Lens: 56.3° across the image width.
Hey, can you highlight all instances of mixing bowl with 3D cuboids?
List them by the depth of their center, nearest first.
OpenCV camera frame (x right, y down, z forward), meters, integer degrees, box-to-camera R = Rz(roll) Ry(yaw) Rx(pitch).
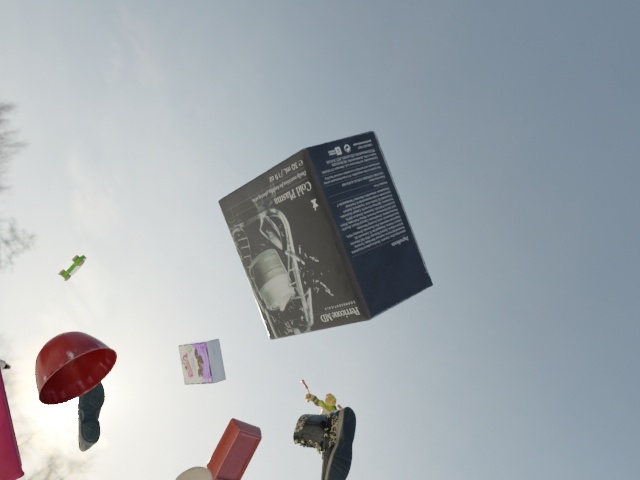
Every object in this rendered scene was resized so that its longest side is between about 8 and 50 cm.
[{"bbox_3d":[-0.559,0.268,1.330,0.098,0.181,0.182,46,-45,23],"label":"mixing bowl"}]

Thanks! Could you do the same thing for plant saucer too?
[{"bbox_3d":[-0.334,0.842,2.338,0.047,0.259,0.259,20,-16,30],"label":"plant saucer"}]

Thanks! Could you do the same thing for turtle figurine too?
[{"bbox_3d":[0.015,0.616,2.083,0.269,0.087,0.218,27,-68,41],"label":"turtle figurine"}]

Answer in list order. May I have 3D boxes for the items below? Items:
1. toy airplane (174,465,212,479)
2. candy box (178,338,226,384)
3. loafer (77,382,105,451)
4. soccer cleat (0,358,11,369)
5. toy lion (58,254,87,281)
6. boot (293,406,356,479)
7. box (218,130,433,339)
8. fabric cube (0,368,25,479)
[{"bbox_3d":[-0.227,0.610,0.898,0.384,0.386,0.272,44,-9,31],"label":"toy airplane"},{"bbox_3d":[-0.473,0.485,2.378,0.196,0.070,0.165,-15,-96,42],"label":"candy box"},{"bbox_3d":[-0.835,0.623,2.140,0.084,0.096,0.268,-51,-146,28],"label":"loafer"},{"bbox_3d":[-0.804,0.303,1.485,0.035,0.029,0.083,6,-28,12],"label":"soccer cleat"},{"bbox_3d":[-0.748,0.081,1.822,0.034,0.096,0.100,44,-82,-6],"label":"toy lion"},{"bbox_3d":[0.001,0.592,1.698,0.178,0.237,0.085,-15,-48,35],"label":"boot"},{"bbox_3d":[0.000,0.000,1.758,0.479,0.297,0.472,-22,-90,50],"label":"box"},{"bbox_3d":[-0.585,0.215,0.800,0.254,0.259,0.259,3,-75,48],"label":"fabric cube"}]
